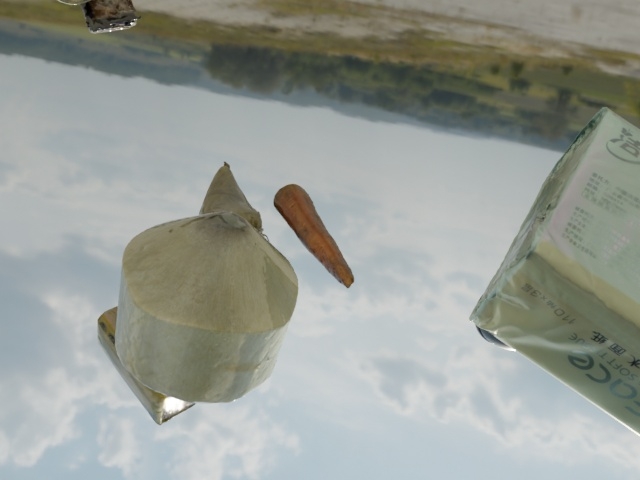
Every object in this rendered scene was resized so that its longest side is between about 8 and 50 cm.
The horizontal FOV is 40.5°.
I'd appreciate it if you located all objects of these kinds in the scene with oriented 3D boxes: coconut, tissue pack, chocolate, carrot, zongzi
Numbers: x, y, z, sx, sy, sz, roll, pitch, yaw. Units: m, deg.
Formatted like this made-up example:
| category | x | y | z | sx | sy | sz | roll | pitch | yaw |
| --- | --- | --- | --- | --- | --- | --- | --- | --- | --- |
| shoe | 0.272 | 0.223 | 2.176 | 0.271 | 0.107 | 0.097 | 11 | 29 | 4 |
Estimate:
| category | x | y | z | sx | sy | sz | roll | pitch | yaw |
| --- | --- | --- | --- | --- | --- | --- | --- | --- | --- |
| coconut | -0.130 | 0.067 | 0.988 | 0.202 | 0.221 | 0.202 | 11 | -147 | -7 |
| tissue pack | -0.262 | 0.183 | 1.318 | 0.082 | 0.120 | 0.169 | -32 | -109 | -29 |
| tissue pack | 0.450 | 0.071 | 1.142 | 0.405 | 0.205 | 0.331 | 34 | -129 | 4 |
| chocolate | -0.430 | -0.521 | 1.594 | 0.103 | 0.329 | 0.065 | -17 | 168 | -25 |
| carrot | 0.000 | 0.000 | 1.288 | 0.057 | 0.057 | 0.224 | 5 | -146 | -36 |
| zongzi | -0.149 | -0.055 | 1.457 | 0.099 | 0.197 | 0.194 | 10 | 169 | -23 |

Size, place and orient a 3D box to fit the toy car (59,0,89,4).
| category | x | y | z | sx | sy | sz | roll | pitch | yaw |
| --- | --- | --- | --- | --- | --- | --- | --- | --- | --- |
| toy car | -0.419 | -0.498 | 1.435 | 0.145 | 0.235 | 0.235 | 37 | -160 | 25 |

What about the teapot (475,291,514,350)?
| category | x | y | z | sx | sy | sz | roll | pitch | yaw |
| --- | --- | --- | --- | --- | --- | --- | --- | --- | --- |
| teapot | 0.349 | 0.159 | 1.527 | 0.116 | 0.148 | 0.146 | -11 | -165 | -15 |
